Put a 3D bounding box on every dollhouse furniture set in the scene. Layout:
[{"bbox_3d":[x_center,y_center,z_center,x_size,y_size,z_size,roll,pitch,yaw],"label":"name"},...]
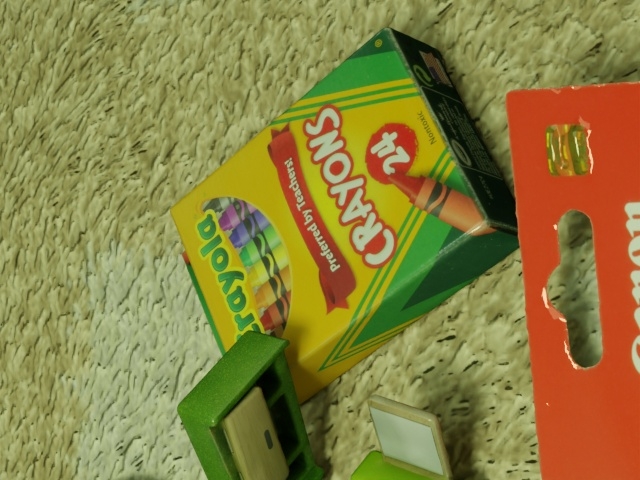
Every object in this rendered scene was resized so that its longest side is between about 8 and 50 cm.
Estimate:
[{"bbox_3d":[-0.047,0.237,1.160,0.197,0.151,0.301,16,47,33],"label":"dollhouse furniture set"}]

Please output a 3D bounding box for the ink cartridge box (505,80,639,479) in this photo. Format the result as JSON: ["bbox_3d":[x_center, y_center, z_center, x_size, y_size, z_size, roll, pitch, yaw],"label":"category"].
[{"bbox_3d":[0.285,0.042,1.036,0.385,0.091,0.308,0,100,36],"label":"ink cartridge box"}]

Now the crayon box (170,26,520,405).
[{"bbox_3d":[0.000,0.000,1.329,0.318,0.081,0.202,-39,60,26],"label":"crayon box"}]
